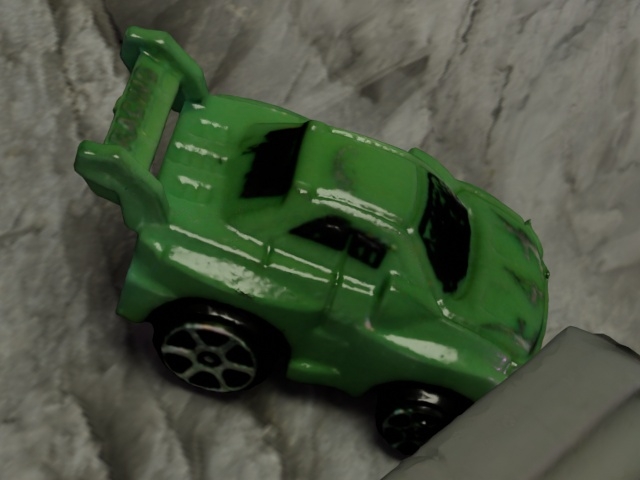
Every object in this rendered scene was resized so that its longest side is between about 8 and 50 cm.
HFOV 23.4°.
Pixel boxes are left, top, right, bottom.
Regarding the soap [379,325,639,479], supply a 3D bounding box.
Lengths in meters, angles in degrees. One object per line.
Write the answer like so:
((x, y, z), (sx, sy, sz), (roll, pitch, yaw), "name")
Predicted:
((0.130, 0.292, 0.860), (0.350, 0.213, 0.435), (37, 47, 20), "soap")

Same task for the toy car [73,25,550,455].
((0.000, 0.000, 1.120), (0.358, 0.176, 0.213), (18, 45, -3), "toy car")
